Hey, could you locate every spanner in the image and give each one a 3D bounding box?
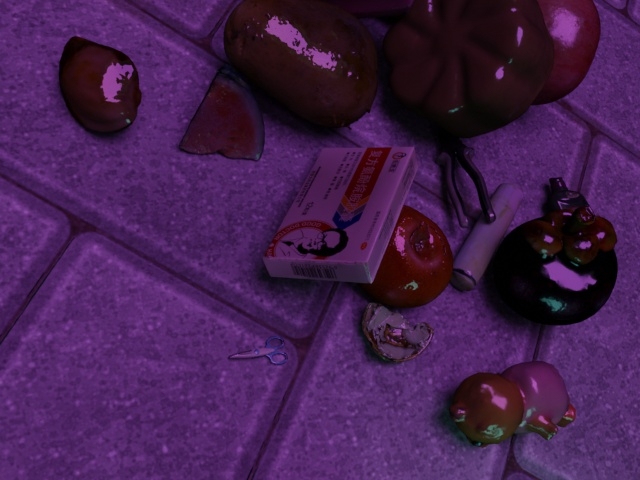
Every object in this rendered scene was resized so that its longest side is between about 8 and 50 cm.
[{"bbox_3d":[0.333,-0.175,1.717,0.096,0.040,0.324,-12,61,-1],"label":"spanner"}]

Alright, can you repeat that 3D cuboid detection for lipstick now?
[{"bbox_3d":[0.385,-0.012,1.679,0.076,0.076,0.304,38,59,-5],"label":"lipstick"}]

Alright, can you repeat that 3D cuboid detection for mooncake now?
[{"bbox_3d":[0.327,-0.434,1.648,0.201,0.378,0.378,15,58,-56],"label":"mooncake"}]

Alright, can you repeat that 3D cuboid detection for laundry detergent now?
[{"bbox_3d":[0.635,-0.061,1.812,0.144,0.078,0.221,-3,68,-27],"label":"laundry detergent"}]

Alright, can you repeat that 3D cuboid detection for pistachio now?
[{"bbox_3d":[-0.433,-0.308,1.412,0.165,0.130,0.210,-38,87,9],"label":"pistachio"}]

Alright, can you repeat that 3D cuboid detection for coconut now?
[{"bbox_3d":[0.147,0.194,1.497,0.158,0.055,0.133,36,61,-5],"label":"coconut"}]

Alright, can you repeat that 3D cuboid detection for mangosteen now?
[{"bbox_3d":[0.529,0.042,1.589,0.275,0.302,0.275,5,44,-5],"label":"mangosteen"}]

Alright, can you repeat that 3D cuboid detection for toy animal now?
[{"bbox_3d":[0.384,0.338,1.484,0.281,0.169,0.195,-11,32,-22],"label":"toy animal"}]

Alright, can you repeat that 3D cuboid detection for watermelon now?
[{"bbox_3d":[-0.188,-0.255,1.482,0.136,0.207,0.202,23,75,16],"label":"watermelon"}]

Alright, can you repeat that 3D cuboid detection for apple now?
[{"bbox_3d":[0.171,0.029,1.508,0.235,0.173,0.210,21,62,-16],"label":"apple"},{"bbox_3d":[0.530,-0.514,1.815,0.269,0.345,0.344,17,63,-10],"label":"apple"}]

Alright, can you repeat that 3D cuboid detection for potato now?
[{"bbox_3d":[-0.033,-0.403,1.545,0.359,0.219,0.269,27,51,-26],"label":"potato"}]

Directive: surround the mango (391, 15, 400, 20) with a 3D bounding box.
[{"bbox_3d":[0.224,-0.623,1.836,0.253,0.113,0.138,24,64,-15],"label":"mango"}]

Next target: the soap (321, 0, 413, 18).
[{"bbox_3d":[0.052,-0.618,1.642,0.360,0.128,0.233,-1,62,19],"label":"soap"}]

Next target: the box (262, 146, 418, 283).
[{"bbox_3d":[0.049,-0.063,1.445,0.214,0.069,0.353,2,45,24],"label":"box"}]

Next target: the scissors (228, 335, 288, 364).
[{"bbox_3d":[-0.121,0.217,1.392,0.119,0.014,0.058,-2,66,-28],"label":"scissors"}]
